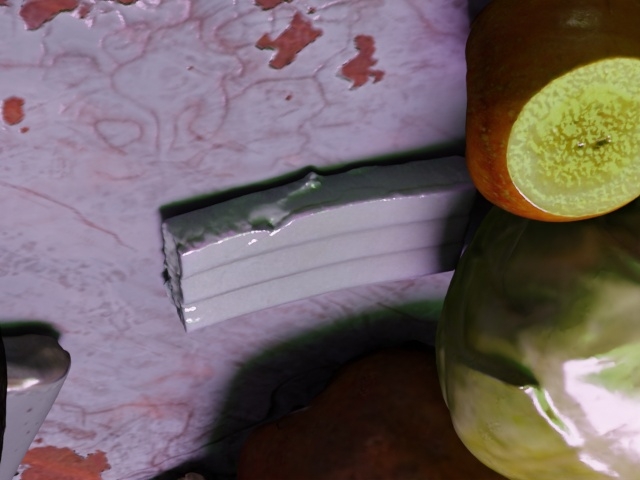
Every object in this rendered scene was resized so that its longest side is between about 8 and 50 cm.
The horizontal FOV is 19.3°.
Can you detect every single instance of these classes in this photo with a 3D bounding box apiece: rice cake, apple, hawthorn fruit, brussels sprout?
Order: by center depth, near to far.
[{"bbox_3d":[0.168,-0.097,1.237,0.147,0.163,0.146,0,129,8],"label":"apple"},{"bbox_3d":[0.225,0.046,1.362,0.328,0.328,0.247,-29,122,15],"label":"brussels sprout"},{"bbox_3d":[0.000,0.000,1.405,0.237,0.043,0.127,-12,146,-11],"label":"rice cake"},{"bbox_3d":[0.070,0.256,1.559,0.308,0.325,0.308,-13,119,-25],"label":"hawthorn fruit"}]

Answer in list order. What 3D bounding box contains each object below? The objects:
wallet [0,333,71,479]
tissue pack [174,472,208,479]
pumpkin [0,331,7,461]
[{"bbox_3d":[-0.360,0.198,1.486,0.252,0.083,0.360,-2,142,-32],"label":"wallet"},{"bbox_3d":[-0.125,0.308,1.738,0.186,0.090,0.222,-31,144,15],"label":"tissue pack"},{"bbox_3d":[-0.408,0.109,1.103,0.454,0.344,0.454,-27,149,-17],"label":"pumpkin"}]
